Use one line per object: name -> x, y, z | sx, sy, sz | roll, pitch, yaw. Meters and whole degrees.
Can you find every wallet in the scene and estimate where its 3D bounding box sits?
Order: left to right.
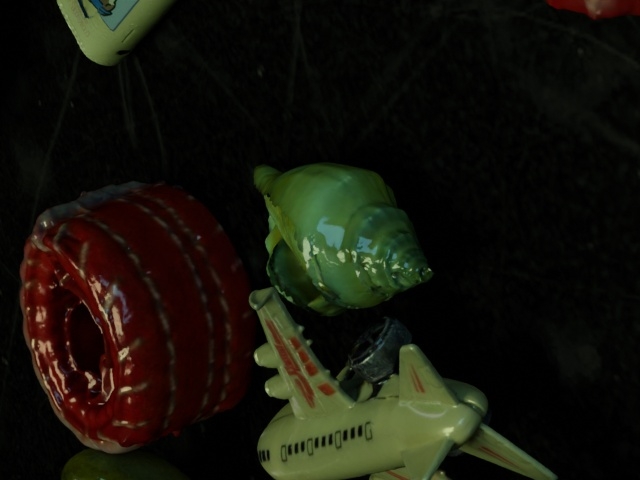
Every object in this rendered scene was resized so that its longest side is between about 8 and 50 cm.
wallet -> -0.147, -0.199, 1.118 | 0.155, 0.039, 0.110 | -33, 82, 57

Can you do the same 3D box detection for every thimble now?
thimble -> -0.135, 0.060, 1.177 | 0.163, 0.125, 0.189 | 25, 128, 44

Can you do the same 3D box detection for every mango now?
mango -> -0.149, 0.259, 1.297 | 0.146, 0.129, 0.289 | 35, 148, 10

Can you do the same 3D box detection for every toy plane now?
toy plane -> 0.031, 0.111, 0.961 | 0.242, 0.104, 0.256 | 41, 164, -16

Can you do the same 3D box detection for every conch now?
conch -> 0.004, -0.001, 0.973 | 0.201, 0.080, 0.095 | -176, 92, -66

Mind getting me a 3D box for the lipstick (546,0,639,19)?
lipstick -> 0.123, -0.237, 0.666 | 0.073, 0.073, 0.279 | 25, 129, 48
